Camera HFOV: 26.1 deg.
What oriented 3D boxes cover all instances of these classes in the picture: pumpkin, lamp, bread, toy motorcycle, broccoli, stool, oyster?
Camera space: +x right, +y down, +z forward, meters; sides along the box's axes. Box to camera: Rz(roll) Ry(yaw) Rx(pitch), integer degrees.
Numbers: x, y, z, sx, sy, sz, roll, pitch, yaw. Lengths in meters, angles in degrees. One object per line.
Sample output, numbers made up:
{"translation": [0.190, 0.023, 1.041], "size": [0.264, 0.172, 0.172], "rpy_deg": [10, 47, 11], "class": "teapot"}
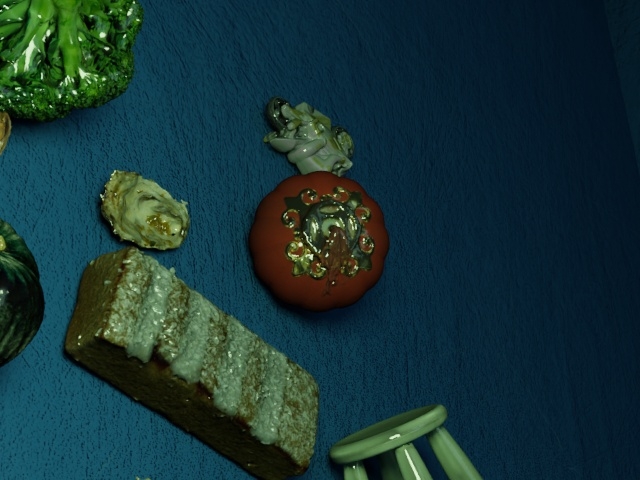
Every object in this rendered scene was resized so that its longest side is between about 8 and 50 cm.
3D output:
{"translation": [-0.424, 0.051, 1.593], "size": [0.220, 0.162, 0.220], "rpy_deg": [43, 13, -13], "class": "pumpkin"}
{"translation": [0.000, 0.000, 2.173], "size": [0.227, 0.227, 0.227], "rpy_deg": [32, 44, -38], "class": "lamp"}
{"translation": [-0.163, 0.179, 1.922], "size": [0.416, 0.113, 0.165], "rpy_deg": [39, 42, -33], "class": "bread"}
{"translation": [-0.012, -0.157, 2.396], "size": [0.225, 0.073, 0.152], "rpy_deg": [22, 53, -46], "class": "toy motorcycle"}
{"translation": [-0.375, -0.302, 1.830], "size": [0.297, 0.297, 0.298], "rpy_deg": [7, 58, -11], "class": "broccoli"}
{"translation": [0.132, 0.375, 2.117], "size": [0.195, 0.195, 0.199], "rpy_deg": [-15, 84, -57], "class": "stool"}
{"translation": [-0.253, -0.038, 2.003], "size": [0.177, 0.056, 0.105], "rpy_deg": [11, 70, -49], "class": "oyster"}

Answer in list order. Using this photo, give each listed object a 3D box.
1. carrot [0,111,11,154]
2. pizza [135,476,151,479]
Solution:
{"translation": [-0.520, -0.175, 1.646], "size": [0.254, 0.196, 0.196], "rpy_deg": [41, 38, -45], "class": "carrot"}
{"translation": [-0.171, 0.418, 1.784], "size": [0.147, 0.069, 0.226], "rpy_deg": [21, 52, -43], "class": "pizza"}
